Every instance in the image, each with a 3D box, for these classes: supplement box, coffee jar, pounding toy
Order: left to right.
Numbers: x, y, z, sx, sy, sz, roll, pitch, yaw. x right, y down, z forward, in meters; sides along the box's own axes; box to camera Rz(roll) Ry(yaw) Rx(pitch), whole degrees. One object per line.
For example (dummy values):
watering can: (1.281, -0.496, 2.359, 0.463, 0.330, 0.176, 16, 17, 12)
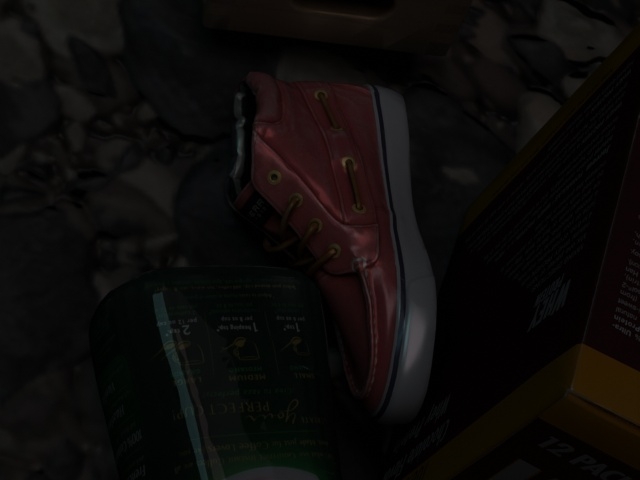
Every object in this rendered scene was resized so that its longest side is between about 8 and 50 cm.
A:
coffee jar: (-0.034, 0.106, 0.556, 0.096, 0.079, 0.184, 1, 62, -25)
pounding toy: (-0.023, -0.202, 0.723, 0.181, 0.094, 0.206, 5, 53, -15)
supplement box: (0.132, 0.045, 0.590, 0.129, 0.191, 0.194, 27, 56, -8)

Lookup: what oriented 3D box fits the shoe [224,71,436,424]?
shoe: (0.000, 0.000, 0.640, 0.081, 0.063, 0.178, 7, 56, -18)
